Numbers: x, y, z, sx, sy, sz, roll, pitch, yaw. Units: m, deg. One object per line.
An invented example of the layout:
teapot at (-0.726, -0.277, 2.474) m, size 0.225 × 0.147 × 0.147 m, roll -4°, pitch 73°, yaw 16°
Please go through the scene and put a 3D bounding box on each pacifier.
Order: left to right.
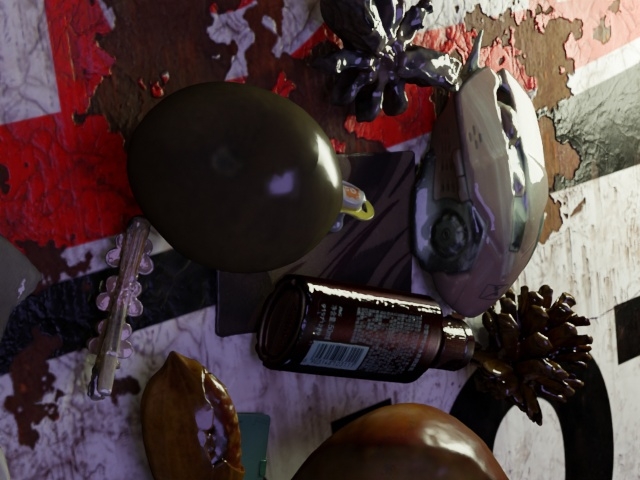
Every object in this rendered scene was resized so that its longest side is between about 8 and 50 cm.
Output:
pacifier at (0.024, -0.041, 1.987) m, size 0.083 × 0.068 × 0.064 m, roll 16°, pitch 120°, yaw -24°

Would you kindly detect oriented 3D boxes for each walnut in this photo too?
walnut at (-0.150, 0.223, 1.838) m, size 0.116 × 0.116 × 0.207 m, roll -24°, pitch 109°, yaw -36°

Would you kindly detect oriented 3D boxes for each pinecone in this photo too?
pinecone at (0.294, 0.153, 2.182) m, size 0.179 × 0.150 × 0.195 m, roll 46°, pitch 59°, yaw -36°

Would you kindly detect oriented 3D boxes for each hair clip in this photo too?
hair clip at (-0.229, 0.077, 1.791) m, size 0.062 × 0.056 × 0.214 m, roll 16°, pitch 77°, yaw -25°

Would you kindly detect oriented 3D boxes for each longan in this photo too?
longan at (-0.096, -0.073, 1.759) m, size 0.248 × 0.248 × 0.248 m, roll -7°, pitch 101°, yaw -40°

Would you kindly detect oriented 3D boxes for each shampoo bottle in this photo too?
shampoo bottle at (0.066, 0.119, 2.021) m, size 0.323 × 0.084 × 0.129 m, roll 9°, pitch 104°, yaw -43°

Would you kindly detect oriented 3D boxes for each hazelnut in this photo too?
hazelnut at (0.109, 0.381, 1.951) m, size 0.366 × 0.366 × 0.366 m, roll -7°, pitch 101°, yaw -40°

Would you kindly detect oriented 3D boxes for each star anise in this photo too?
star anise at (0.079, -0.252, 1.966) m, size 0.198 × 0.110 × 0.257 m, roll -46°, pitch 129°, yaw -26°

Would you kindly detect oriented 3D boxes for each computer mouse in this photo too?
computer mouse at (0.232, -0.087, 2.117) m, size 0.199 × 0.115 × 0.389 m, roll -1°, pitch 97°, yaw -45°

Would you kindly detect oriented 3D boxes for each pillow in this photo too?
pillow at (-0.384, 0.032, 1.633) m, size 0.181 × 0.078 × 0.134 m, roll 48°, pitch 63°, yaw -31°

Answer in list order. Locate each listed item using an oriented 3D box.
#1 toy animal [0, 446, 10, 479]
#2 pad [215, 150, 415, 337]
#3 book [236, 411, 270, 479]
toy animal at (-0.410, 0.244, 1.576) m, size 0.271 × 0.206 × 0.265 m, roll -40°, pitch 130°, yaw -12°
pad at (0.000, 0.000, 2.002) m, size 0.330 × 0.004 × 0.220 m, roll -6°, pitch 100°, yaw -40°
book at (-0.109, 0.278, 1.941) m, size 0.103 × 0.017 × 0.135 m, roll 5°, pitch 92°, yaw -38°
